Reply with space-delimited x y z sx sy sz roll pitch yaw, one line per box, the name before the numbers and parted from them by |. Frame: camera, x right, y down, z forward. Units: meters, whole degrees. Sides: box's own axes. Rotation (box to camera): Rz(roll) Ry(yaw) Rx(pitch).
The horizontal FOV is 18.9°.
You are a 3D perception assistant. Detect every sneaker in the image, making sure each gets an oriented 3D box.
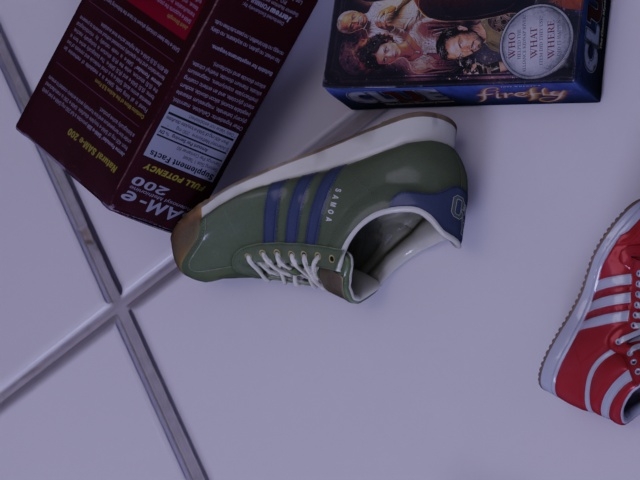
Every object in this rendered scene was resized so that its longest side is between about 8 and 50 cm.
sneaker | 0.169 0.041 1.023 0.067 0.042 0.118 30 100 38
sneaker | 0.000 0.000 1.121 0.192 0.064 0.086 -24 60 19

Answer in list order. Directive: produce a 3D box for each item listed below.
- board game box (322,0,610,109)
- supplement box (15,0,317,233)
board game box | 0.096 -0.200 1.139 0.165 0.042 0.243 0 76 31
supplement box | -0.080 -0.138 1.182 0.130 0.073 0.239 38 102 45
